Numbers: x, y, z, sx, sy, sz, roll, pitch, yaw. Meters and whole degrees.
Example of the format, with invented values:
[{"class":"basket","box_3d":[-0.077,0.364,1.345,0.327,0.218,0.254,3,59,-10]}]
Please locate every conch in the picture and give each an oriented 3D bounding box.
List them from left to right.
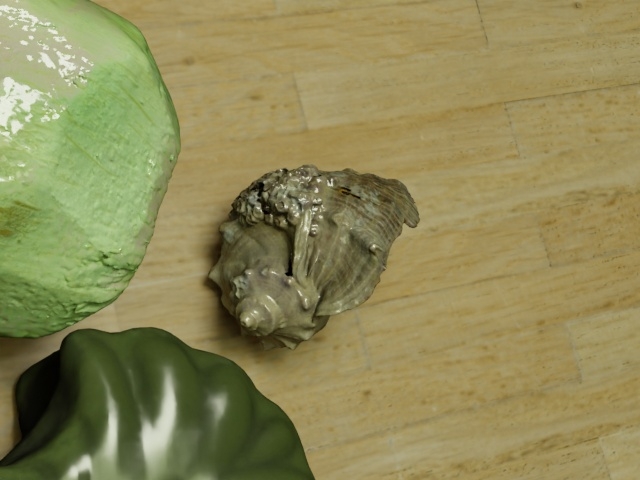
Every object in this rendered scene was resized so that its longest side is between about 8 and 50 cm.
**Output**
[{"class":"conch","box_3d":[0.000,0.000,1.474,0.245,0.178,0.163,-48,141,-45]}]

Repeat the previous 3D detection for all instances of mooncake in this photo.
[{"class":"mooncake","box_3d":[-0.165,0.255,1.305,0.351,0.187,0.351,9,70,-28]}]

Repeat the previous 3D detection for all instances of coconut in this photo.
[{"class":"coconut","box_3d":[-0.288,-0.082,1.281,0.328,0.281,0.328,-6,114,-14]}]
